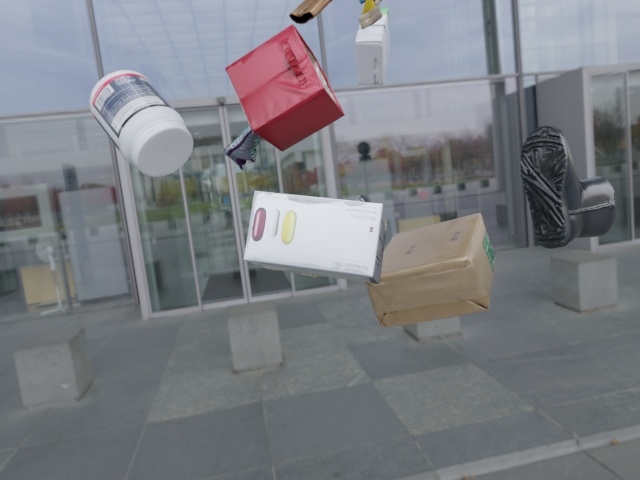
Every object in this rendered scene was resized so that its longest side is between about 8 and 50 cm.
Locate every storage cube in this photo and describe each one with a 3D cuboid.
[{"bbox_3d":[-0.082,-0.359,1.166,0.193,0.184,0.215,-27,-11,14],"label":"storage cube"}]

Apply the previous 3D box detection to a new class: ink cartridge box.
[{"bbox_3d":[0.233,-0.855,2.127,0.121,0.211,0.289,4,51,13],"label":"ink cartridge box"}]

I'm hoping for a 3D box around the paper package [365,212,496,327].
[{"bbox_3d":[0.329,0.083,1.389,0.309,0.168,0.325,-15,16,29],"label":"paper package"}]

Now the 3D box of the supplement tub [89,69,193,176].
[{"bbox_3d":[-0.499,-0.327,1.348,0.191,0.191,0.272,-14,55,-49],"label":"supplement tub"}]

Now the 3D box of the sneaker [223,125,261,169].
[{"bbox_3d":[-0.225,-0.322,1.605,0.223,0.098,0.083,-28,18,43],"label":"sneaker"}]

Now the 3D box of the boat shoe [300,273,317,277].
[{"bbox_3d":[-0.052,0.031,1.602,0.089,0.105,0.285,26,28,-16],"label":"boat shoe"}]

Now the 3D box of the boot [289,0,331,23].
[{"bbox_3d":[0.055,-0.753,1.398,0.280,0.096,0.264,-47,37,-13],"label":"boot"}]

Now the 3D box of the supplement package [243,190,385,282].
[{"bbox_3d":[0.000,0.000,1.023,0.261,0.145,0.204,6,-8,11],"label":"supplement package"}]

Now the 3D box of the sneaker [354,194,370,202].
[{"bbox_3d":[0.192,-0.051,2.215,0.122,0.331,0.146,31,-58,-31],"label":"sneaker"}]

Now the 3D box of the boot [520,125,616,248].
[{"bbox_3d":[0.514,-0.115,0.989,0.207,0.247,0.094,-13,6,-35],"label":"boot"}]

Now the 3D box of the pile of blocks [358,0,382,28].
[{"bbox_3d":[0.204,-0.964,1.770,0.148,0.362,0.113,21,15,-5],"label":"pile of blocks"}]
